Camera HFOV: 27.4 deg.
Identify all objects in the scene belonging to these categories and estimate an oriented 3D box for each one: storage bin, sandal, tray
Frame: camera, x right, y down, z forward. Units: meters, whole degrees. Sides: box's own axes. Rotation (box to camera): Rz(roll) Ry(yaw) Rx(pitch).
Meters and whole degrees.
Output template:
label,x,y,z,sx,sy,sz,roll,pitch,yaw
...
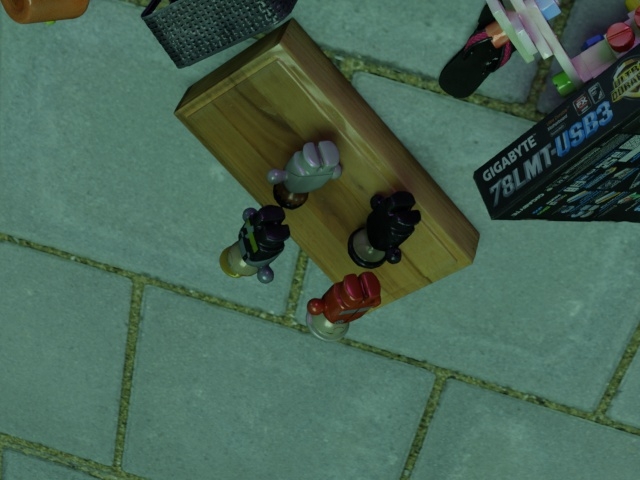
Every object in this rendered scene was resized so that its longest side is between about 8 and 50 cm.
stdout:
label,x,y,z,sx,sy,sz,roll,pitch,yaw
storage bin,-0.118,-0.301,1.626,0.180,0.122,0.084,-19,120,30
sandal,0.207,-0.235,1.629,0.067,0.040,0.179,30,131,-8
tray,0.013,-0.088,1.795,0.202,0.076,0.411,-28,115,34

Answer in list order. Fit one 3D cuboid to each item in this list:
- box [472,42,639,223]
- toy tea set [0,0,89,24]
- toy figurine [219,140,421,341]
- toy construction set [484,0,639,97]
label,x,y,z,sx,sy,sz,roll,pitch,yaw
box,0.378,-0.120,1.530,0.293,0.073,0.295,-2,152,-41
toy tea set,-0.300,-0.385,1.605,0.336,0.124,0.200,-7,104,50
toy figurine,0.000,0.000,1.689,0.209,0.213,0.148,33,147,-6
toy construction set,0.354,-0.251,1.462,0.327,0.151,0.215,-15,163,21
